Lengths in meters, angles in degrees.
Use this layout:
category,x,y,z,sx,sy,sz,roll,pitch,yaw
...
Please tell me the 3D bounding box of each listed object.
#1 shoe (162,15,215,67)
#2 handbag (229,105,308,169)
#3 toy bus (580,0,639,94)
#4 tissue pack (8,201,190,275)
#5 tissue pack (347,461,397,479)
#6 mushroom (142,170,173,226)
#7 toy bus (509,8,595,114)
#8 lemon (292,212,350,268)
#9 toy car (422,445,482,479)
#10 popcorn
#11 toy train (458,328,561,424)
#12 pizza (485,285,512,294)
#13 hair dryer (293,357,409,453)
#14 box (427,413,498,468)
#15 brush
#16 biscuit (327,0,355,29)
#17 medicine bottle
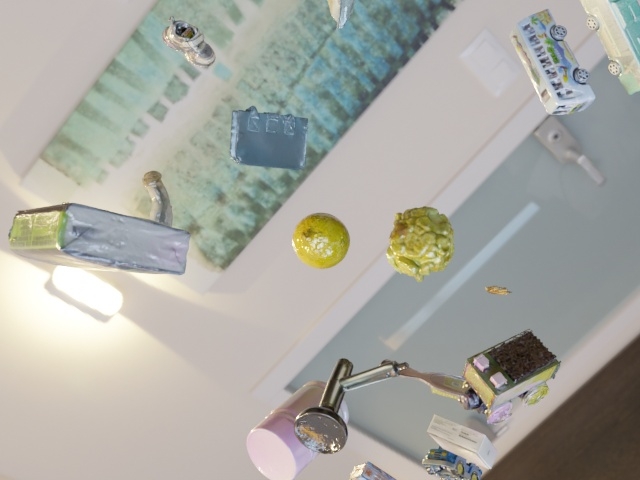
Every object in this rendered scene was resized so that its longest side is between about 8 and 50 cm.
category,x,y,z,sx,sy,sz,roll,pitch,yaw
shoe,-0.396,-0.615,1.936,0.180,0.089,0.092,34,155,-7
handbag,-0.152,-0.304,1.877,0.229,0.179,0.062,0,-171,-28
toy bus,0.699,-0.469,1.449,0.261,0.091,0.109,58,174,-9
tissue pack,-0.520,0.004,1.460,0.288,0.124,0.394,15,170,-38
tissue pack,0.175,0.734,1.900,0.155,0.115,0.065,35,-123,-1
mushroom,-0.567,-0.134,2.205,0.092,0.223,0.081,-12,-163,-32
toy bus,0.717,-0.545,1.960,0.109,0.136,0.329,105,144,-75
lemon,0.000,0.000,1.887,0.173,0.173,0.206,46,-172,17
toy car,0.365,0.609,1.727,0.191,0.097,0.100,42,-128,-36
popcorn,0.294,0.009,1.903,0.217,0.235,0.181,15,165,27
toy train,0.469,0.344,1.570,0.134,0.261,0.177,53,153,37
pizza,0.505,0.140,1.791,0.083,0.037,0.016,8,-120,-14
hair dryer,0.089,0.431,1.842,0.156,0.284,0.320,43,-140,-8
box,0.334,0.474,1.485,0.130,0.051,0.129,16,157,37
brush,0.330,0.437,1.937,0.313,0.067,0.072,15,-143,4
biscuit,0.046,-0.736,1.727,0.079,0.186,0.309,-4,-127,-12
medicine bottle,-0.069,0.614,2.056,0.202,0.202,0.316,45,-143,13
